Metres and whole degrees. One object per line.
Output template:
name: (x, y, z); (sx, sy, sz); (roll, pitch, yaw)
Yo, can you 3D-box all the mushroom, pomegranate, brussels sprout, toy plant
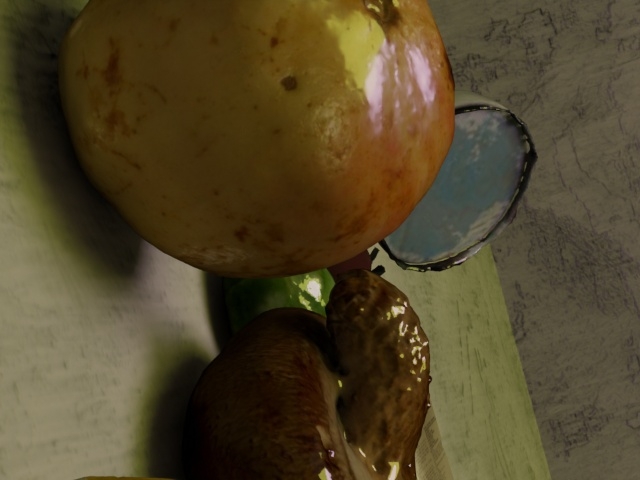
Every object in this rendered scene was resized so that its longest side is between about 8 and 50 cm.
mushroom: (-0.003, 0.216, 1.418); (0.345, 0.239, 0.345); (13, 74, -55)
pomegranate: (-0.058, -0.129, 1.350); (0.342, 0.342, 0.342); (-16, 90, -76)
brussels sprout: (-0.036, 0.065, 1.601); (0.155, 0.117, 0.155); (52, 24, -35)
toy plant: (0.080, -0.139, 2.009); (0.332, 0.247, 0.247); (44, -10, 42)

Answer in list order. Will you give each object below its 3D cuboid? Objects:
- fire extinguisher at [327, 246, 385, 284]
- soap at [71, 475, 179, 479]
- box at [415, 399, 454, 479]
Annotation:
fire extinguisher: (0.000, 0.000, 1.842); (0.269, 0.104, 0.105); (55, 24, -53)
soap: (-0.114, 0.227, 1.060); (0.232, 0.140, 0.073); (53, 22, -56)
box: (0.095, 0.282, 1.927); (0.212, 0.095, 0.168); (-15, 91, -77)
